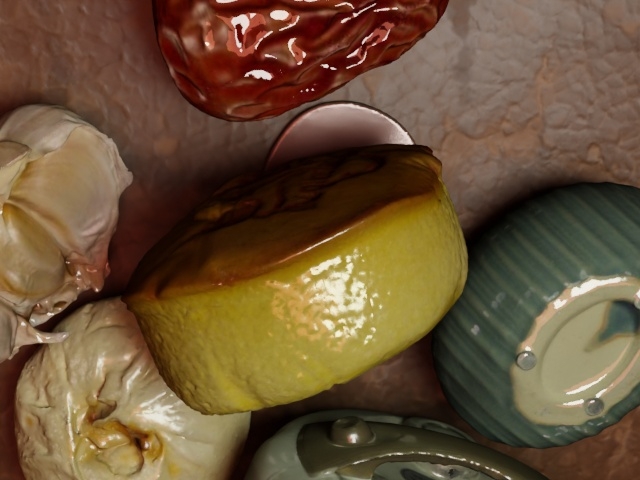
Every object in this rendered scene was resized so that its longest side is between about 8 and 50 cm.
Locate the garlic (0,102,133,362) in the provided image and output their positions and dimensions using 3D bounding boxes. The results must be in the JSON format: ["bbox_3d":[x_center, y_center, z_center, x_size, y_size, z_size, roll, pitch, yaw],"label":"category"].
[{"bbox_3d":[-0.268,-0.007,0.933,0.229,0.143,0.178,-55,148,-22],"label":"garlic"}]

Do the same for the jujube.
[{"bbox_3d":[-0.016,-0.183,0.900,0.230,0.155,0.155,-26,107,-7],"label":"jujube"}]

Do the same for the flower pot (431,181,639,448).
[{"bbox_3d":[0.203,0.063,0.985,0.189,0.157,0.243,38,101,-16],"label":"flower pot"}]

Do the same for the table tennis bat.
[{"bbox_3d":[0.000,0.000,1.021,0.138,0.022,0.246,20,101,-9],"label":"table tennis bat"}]

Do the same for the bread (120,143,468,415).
[{"bbox_3d":[-0.016,0.017,0.884,0.270,0.270,0.148,-22,103,1],"label":"bread"}]

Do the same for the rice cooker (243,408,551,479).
[{"bbox_3d":[0.069,0.312,0.958,0.335,0.335,0.325,20,103,-10],"label":"rice cooker"}]

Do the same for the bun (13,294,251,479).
[{"bbox_3d":[-0.161,0.160,0.993,0.222,0.127,0.222,-1,109,-4],"label":"bun"}]
